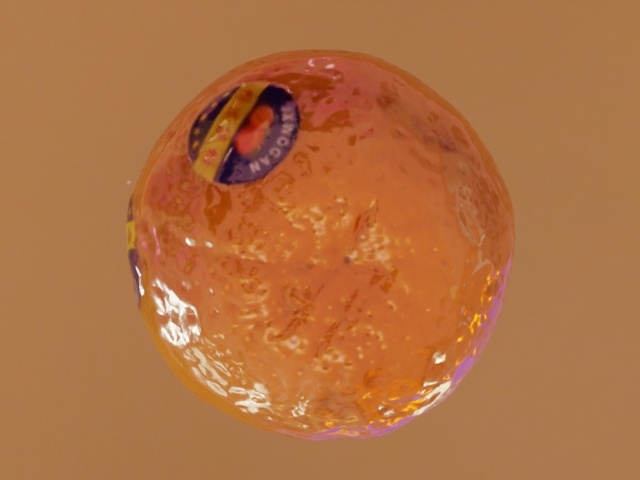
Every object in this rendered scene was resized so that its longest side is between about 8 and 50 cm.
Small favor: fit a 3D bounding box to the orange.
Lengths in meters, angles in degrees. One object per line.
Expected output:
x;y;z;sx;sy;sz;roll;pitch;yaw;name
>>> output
0.000;0.002;0.750;0.177;0.155;0.178;1;-96;-6;orange
